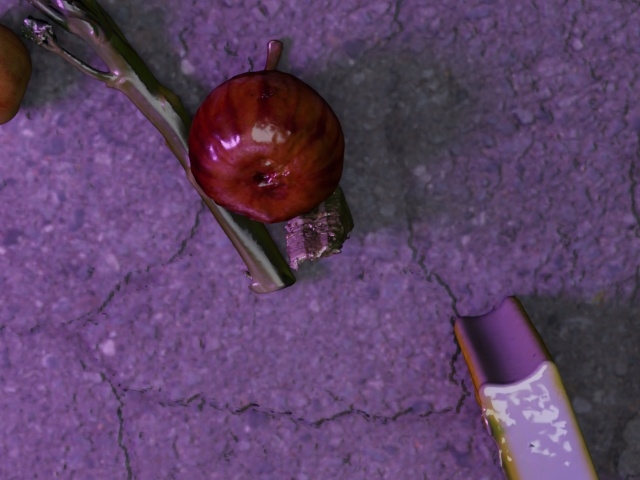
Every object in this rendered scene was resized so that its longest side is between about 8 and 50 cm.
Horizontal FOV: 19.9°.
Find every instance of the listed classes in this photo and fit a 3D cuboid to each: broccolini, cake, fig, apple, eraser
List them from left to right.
[{"bbox_3d":[-0.270,-0.135,1.475,0.071,0.084,0.084,22,98,-27],"label":"apple"},{"bbox_3d":[-0.159,-0.105,1.490,0.074,0.079,0.392,-30,100,24],"label":"broccolini"},{"bbox_3d":[-0.051,-0.088,1.458,0.128,0.128,0.150,-34,69,3],"label":"fig"},{"bbox_3d":[0.000,0.000,1.481,0.051,0.140,0.055,-18,114,9],"label":"cake"},{"bbox_3d":[0.168,0.148,1.462,0.069,0.226,0.158,-19,101,3],"label":"eraser"}]
